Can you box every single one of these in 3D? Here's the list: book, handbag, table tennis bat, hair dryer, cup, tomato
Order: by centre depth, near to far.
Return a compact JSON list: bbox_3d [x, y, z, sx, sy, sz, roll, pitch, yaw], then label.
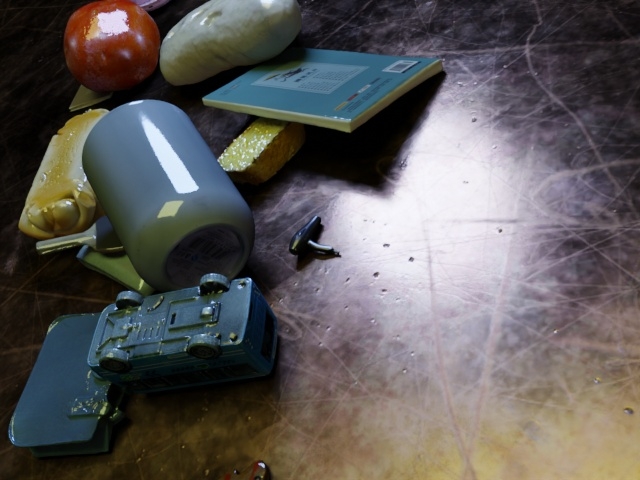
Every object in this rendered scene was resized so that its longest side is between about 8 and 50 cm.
[{"bbox_3d":[-0.360,0.211,1.075,0.179,0.062,0.229,-11,47,22],"label":"handbag"},{"bbox_3d":[0.000,0.000,1.092,0.083,0.031,0.079,20,54,25],"label":"hair dryer"},{"bbox_3d":[-0.244,-0.064,1.138,0.206,0.205,0.312,-35,50,-3],"label":"cup"},{"bbox_3d":[-0.380,-0.014,1.264,0.247,0.022,0.138,-15,33,-9],"label":"table tennis bat"},{"bbox_3d":[-0.006,-0.288,1.293,0.380,0.031,0.264,18,44,41],"label":"book"},{"bbox_3d":[-0.496,-0.461,1.664,0.232,0.188,0.231,-9,49,10],"label":"tomato"},{"bbox_3d":[-0.554,-0.401,1.780,0.127,0.014,0.181,-12,46,21],"label":"book"}]

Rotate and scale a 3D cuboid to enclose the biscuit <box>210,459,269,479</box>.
[{"bbox_3d":[-0.113,0.327,0.858,0.130,0.019,0.119,-12,47,22],"label":"biscuit"}]

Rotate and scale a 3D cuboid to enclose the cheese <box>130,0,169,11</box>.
[{"bbox_3d":[-0.430,-0.714,1.950,0.286,0.074,0.189,-39,44,-12],"label":"cheese"}]

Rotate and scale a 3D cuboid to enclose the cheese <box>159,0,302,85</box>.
[{"bbox_3d":[-0.199,-0.424,1.474,0.329,0.129,0.351,-31,28,6],"label":"cheese"}]

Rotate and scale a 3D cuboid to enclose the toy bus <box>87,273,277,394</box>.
[{"bbox_3d":[-0.190,0.139,0.990,0.247,0.134,0.113,-12,49,19],"label":"toy bus"}]

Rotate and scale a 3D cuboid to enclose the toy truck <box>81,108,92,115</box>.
[{"bbox_3d":[-0.555,-0.280,1.663,0.083,0.024,0.032,-38,65,-4],"label":"toy truck"}]

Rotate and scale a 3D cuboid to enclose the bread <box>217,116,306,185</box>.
[{"bbox_3d":[-0.106,-0.166,1.270,0.103,0.065,0.187,21,61,42],"label":"bread"}]

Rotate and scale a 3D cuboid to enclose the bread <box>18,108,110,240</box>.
[{"bbox_3d":[-0.471,-0.134,1.410,0.173,0.121,0.311,-14,46,22],"label":"bread"}]

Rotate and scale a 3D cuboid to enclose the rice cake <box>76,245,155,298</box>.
[{"bbox_3d":[-0.345,0.036,1.242,0.222,0.042,0.080,18,64,41],"label":"rice cake"}]
